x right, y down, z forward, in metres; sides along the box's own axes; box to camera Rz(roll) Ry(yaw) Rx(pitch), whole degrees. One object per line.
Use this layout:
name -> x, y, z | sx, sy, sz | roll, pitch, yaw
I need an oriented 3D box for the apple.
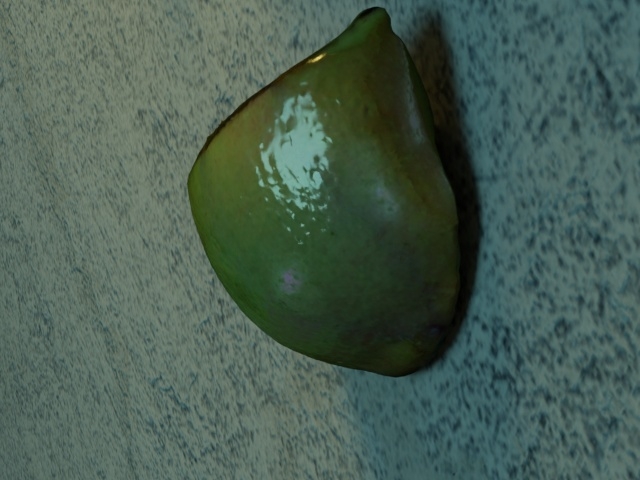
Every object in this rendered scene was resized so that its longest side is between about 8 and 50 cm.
apple -> 0.000, 0.000, 1.036 | 0.193, 0.120, 0.265 | 65, 157, 11
